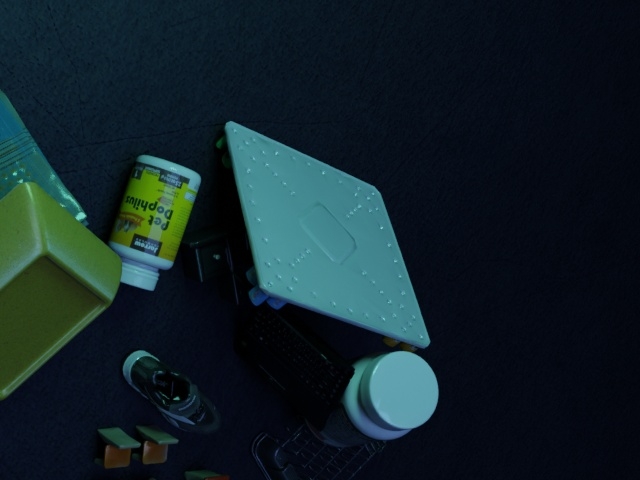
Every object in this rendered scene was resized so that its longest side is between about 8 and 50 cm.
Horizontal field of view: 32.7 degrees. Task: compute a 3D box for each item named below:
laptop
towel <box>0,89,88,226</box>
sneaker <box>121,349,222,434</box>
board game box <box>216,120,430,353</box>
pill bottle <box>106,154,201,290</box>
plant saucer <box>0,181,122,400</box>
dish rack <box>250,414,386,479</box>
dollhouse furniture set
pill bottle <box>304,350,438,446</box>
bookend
[{"bbox_3d":[-0.071,0.198,1.895,0.137,0.234,0.264,-25,149,-47],"label":"laptop"},{"bbox_3d":[-0.571,-0.048,1.609,0.370,0.040,0.271,-31,84,-26],"label":"towel"},{"bbox_3d":[-0.247,0.285,1.938,0.234,0.106,0.078,47,72,-33],"label":"sneaker"},{"bbox_3d":[0.000,0.000,1.949,0.390,0.390,0.050,21,129,-37],"label":"board game box"},{"bbox_3d":[-0.287,-0.028,1.844,0.117,0.117,0.214,20,86,-37],"label":"pill bottle"},{"bbox_3d":[-0.461,0.107,1.615,0.333,0.081,0.333,-42,154,-4],"label":"plant saucer"},{"bbox_3d":[0.011,0.403,2.179,0.271,0.074,0.208,-41,121,-26],"label":"dish rack"},{"bbox_3d":[-0.278,0.470,1.930,0.259,0.135,0.261,2,97,-37],"label":"dollhouse furniture set"},{"bbox_3d":[0.091,0.291,2.005,0.161,0.283,0.161,6,74,-23],"label":"pill bottle"},{"bbox_3d":[-0.173,0.052,1.972,0.157,0.072,0.156,-18,109,-33],"label":"bookend"}]
